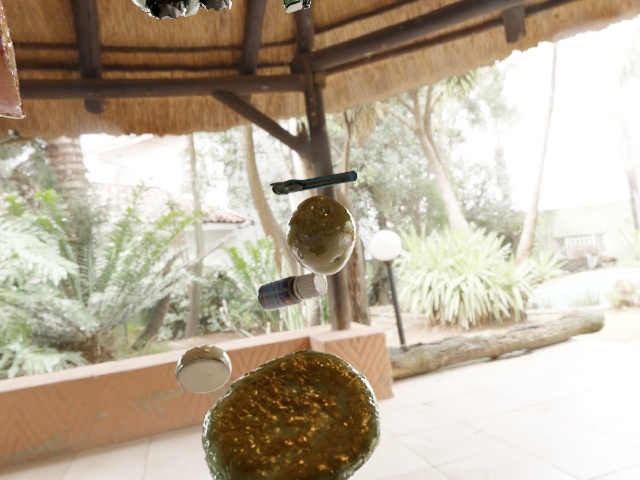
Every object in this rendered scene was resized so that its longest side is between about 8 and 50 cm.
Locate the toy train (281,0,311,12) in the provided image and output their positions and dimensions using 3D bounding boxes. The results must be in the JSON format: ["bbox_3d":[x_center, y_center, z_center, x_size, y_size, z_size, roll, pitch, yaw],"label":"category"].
[{"bbox_3d":[-0.066,-0.542,0.995,0.071,0.147,0.038,-24,0,-16],"label":"toy train"}]

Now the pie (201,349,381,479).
[{"bbox_3d":[-0.044,0.308,0.823,0.324,0.070,0.323,-7,27,3],"label":"pie"}]

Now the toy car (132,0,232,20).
[{"bbox_3d":[-0.318,-0.588,1.035,0.255,0.188,0.190,-32,46,-30],"label":"toy car"}]

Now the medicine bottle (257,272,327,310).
[{"bbox_3d":[-0.078,0.139,1.347,0.203,0.083,0.084,-19,-9,32],"label":"medicine bottle"}]

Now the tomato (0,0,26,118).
[{"bbox_3d":[-0.597,-0.370,0.794,0.144,0.337,0.338,-14,1,-28],"label":"tomato"}]

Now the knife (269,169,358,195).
[{"bbox_3d":[-0.026,-0.166,1.384,0.297,0.044,0.026,-7,6,32],"label":"knife"}]

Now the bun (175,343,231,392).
[{"bbox_3d":[-0.291,0.307,1.210,0.138,0.138,0.094,-6,35,-9],"label":"bun"}]

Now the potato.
[{"bbox_3d":[0.000,0.000,1.095,0.157,0.157,0.194,-7,-34,-1],"label":"potato"}]
